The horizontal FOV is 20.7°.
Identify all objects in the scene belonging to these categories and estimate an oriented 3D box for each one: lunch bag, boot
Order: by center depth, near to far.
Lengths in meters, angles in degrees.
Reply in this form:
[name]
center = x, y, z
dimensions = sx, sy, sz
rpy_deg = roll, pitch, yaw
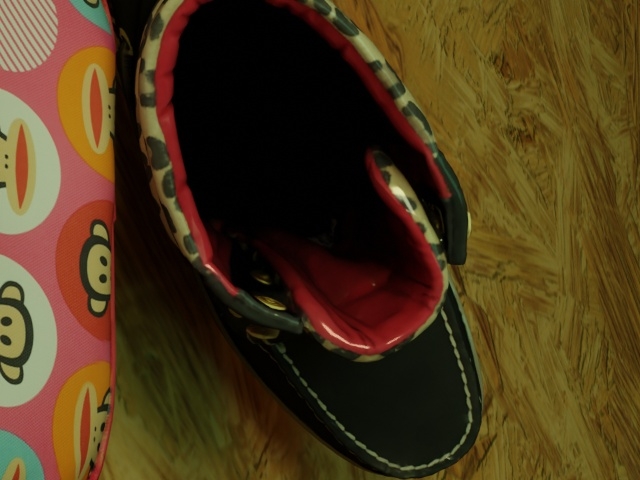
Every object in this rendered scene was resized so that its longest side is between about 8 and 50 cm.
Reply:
[lunch bag]
center = -0.194, -0.033, 0.686
dimensions = 0.258, 0.120, 0.293
rpy_deg = 27, 57, -56
[boot]
center = 0.000, 0.000, 0.890
dimensions = 0.284, 0.138, 0.377
rpy_deg = -127, -168, -73
